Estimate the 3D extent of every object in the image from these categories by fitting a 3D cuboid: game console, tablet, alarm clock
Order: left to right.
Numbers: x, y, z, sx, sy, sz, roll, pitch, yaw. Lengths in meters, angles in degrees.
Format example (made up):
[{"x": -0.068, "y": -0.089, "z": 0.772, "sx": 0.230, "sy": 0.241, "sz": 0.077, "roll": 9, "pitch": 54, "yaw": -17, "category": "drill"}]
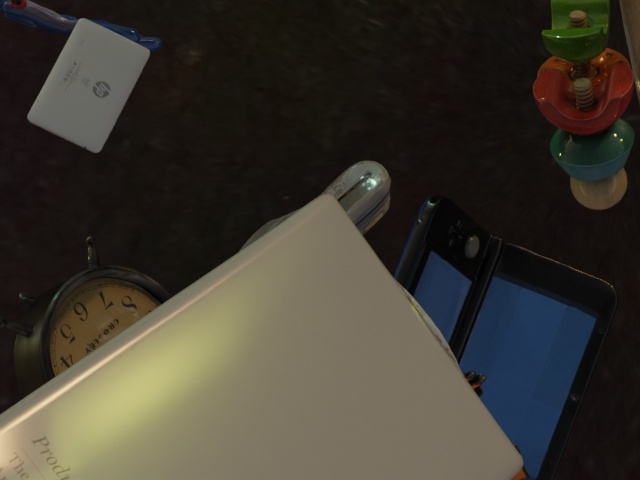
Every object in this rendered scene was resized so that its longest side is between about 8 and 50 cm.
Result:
[{"x": -0.156, "y": -0.105, "z": 1.109, "sx": 0.054, "sy": 0.006, "sz": 0.083, "roll": 26, "pitch": 73, "yaw": -3, "category": "tablet"}, {"x": -0.144, "y": 0.102, "z": 1.189, "sx": 0.192, "sy": 0.129, "sz": 0.064, "roll": 52, "pitch": 140, "yaw": -9, "category": "alarm clock"}, {"x": 0.189, "y": 0.131, "z": 1.899, "sx": 0.173, "sy": 0.250, "sz": 0.293, "roll": 16, "pitch": 80, "yaw": 32, "category": "game console"}]

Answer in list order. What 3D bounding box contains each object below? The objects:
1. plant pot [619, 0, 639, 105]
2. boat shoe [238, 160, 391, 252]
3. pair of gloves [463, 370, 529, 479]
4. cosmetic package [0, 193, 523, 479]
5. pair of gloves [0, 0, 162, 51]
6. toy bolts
[{"x": 0.203, "y": -0.181, "z": 1.028, "sx": 0.032, "sy": 0.236, "sz": 0.236, "roll": -8, "pitch": 92, "yaw": 15, "category": "plant pot"}, {"x": 0.000, "y": 0.000, "z": 1.946, "sx": 0.226, "sy": 0.076, "sz": 0.083, "roll": -35, "pitch": 49, "yaw": -14, "category": "boat shoe"}, {"x": 0.077, "y": 0.121, "z": 0.984, "sx": 0.074, "sy": 0.010, "sz": 0.083, "roll": -26, "pitch": 84, "yaw": 4, "category": "pair of gloves"}, {"x": -0.054, "y": 0.092, "z": 0.496, "sx": 0.117, "sy": 0.231, "sz": 0.085, "roll": 56, "pitch": 137, "yaw": 1, "category": "cosmetic package"}, {"x": -0.252, "y": -0.217, "z": 1.629, "sx": 0.159, "sy": 0.198, "sz": 0.023, "roll": 18, "pitch": 90, "yaw": -30, "category": "pair of gloves"}, {"x": 0.324, "y": -0.142, "z": 1.745, "sx": 0.218, "sy": 0.228, "sz": 0.158, "roll": 2, "pitch": 130, "yaw": 22, "category": "toy bolts"}]
